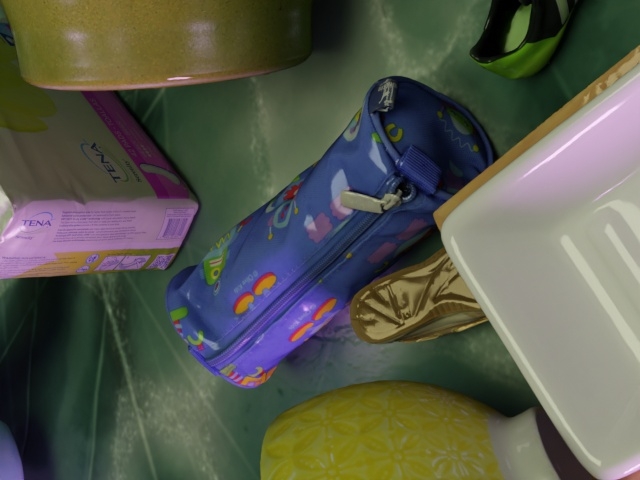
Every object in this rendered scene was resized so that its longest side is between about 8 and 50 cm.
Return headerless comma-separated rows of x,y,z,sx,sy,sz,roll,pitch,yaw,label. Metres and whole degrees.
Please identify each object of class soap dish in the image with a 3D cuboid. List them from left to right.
0.238,-0.003,0.799,0.291,0.118,0.229,-40,74,34,soap dish

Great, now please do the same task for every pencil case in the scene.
0.000,0.000,1.010,0.119,0.133,0.306,43,125,-7,pencil case

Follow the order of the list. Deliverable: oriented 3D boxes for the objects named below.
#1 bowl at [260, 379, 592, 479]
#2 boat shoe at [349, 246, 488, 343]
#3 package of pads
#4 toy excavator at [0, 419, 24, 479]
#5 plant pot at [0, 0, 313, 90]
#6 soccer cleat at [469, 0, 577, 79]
0.109,0.198,0.847,0.156,0.289,0.289,-34,69,17,bowl
0.107,0.035,0.966,0.170,0.059,0.063,-18,74,18,boat shoe
-0.281,-0.094,1.179,0.296,0.229,0.101,49,121,27,package of pads
-0.402,0.180,1.294,0.445,0.222,0.433,-35,71,36,toy excavator
-0.136,-0.304,0.999,0.366,0.366,0.353,7,108,40,plant pot
0.161,-0.197,0.901,0.060,0.072,0.179,34,113,34,soccer cleat
